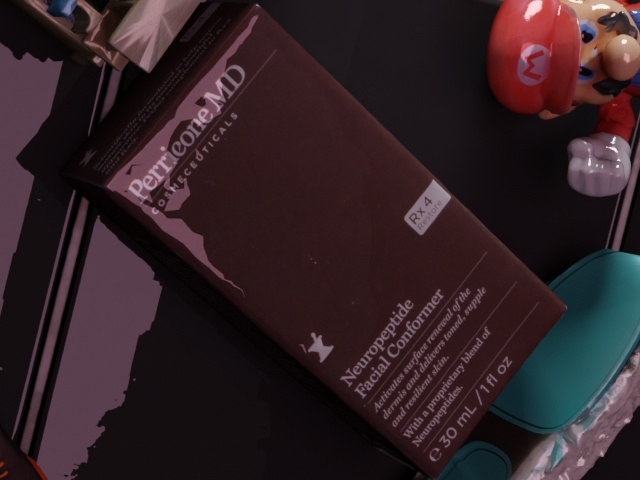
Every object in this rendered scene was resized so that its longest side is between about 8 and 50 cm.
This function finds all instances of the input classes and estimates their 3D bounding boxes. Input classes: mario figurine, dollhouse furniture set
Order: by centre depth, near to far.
[{"bbox_3d":[-0.167,-0.216,1.350,0.129,0.183,0.129,37,82,-23],"label":"dollhouse furniture set"},{"bbox_3d":[0.289,-0.154,1.557,0.320,0.170,0.198,-4,64,-30],"label":"mario figurine"}]

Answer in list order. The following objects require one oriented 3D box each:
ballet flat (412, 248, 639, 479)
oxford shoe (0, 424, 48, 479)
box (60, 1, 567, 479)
[{"bbox_3d":[0.176,0.189,1.600,0.147,0.147,0.409,41,83,-22],"label":"ballet flat"},{"bbox_3d":[-0.272,0.182,1.404,0.097,0.098,0.271,-40,110,-14],"label":"oxford shoe"},{"bbox_3d":[0.000,0.000,1.478,0.381,0.143,0.191,42,80,-20],"label":"box"}]
